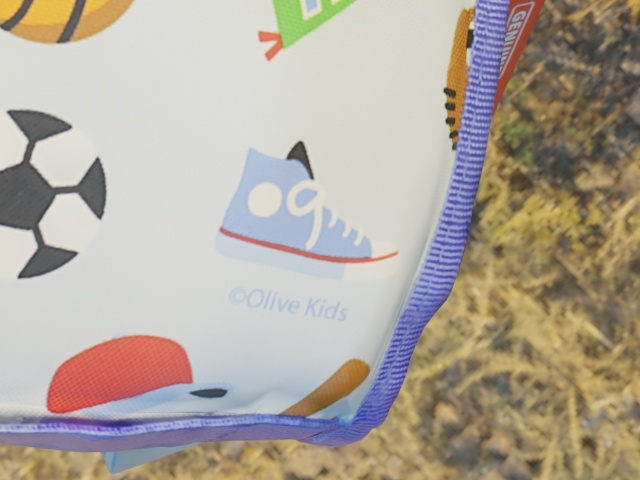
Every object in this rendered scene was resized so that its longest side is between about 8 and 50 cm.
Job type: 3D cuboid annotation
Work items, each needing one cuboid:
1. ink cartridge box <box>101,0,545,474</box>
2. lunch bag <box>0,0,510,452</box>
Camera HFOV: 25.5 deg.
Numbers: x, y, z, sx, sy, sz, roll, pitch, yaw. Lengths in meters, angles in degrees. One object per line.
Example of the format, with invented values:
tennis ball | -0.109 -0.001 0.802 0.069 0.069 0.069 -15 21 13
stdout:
ink cartridge box | 0.000 0.000 0.753 0.060 0.239 0.275 59 150 28
lunch bag | -0.118 -0.132 0.429 0.239 0.328 0.385 -13 73 57
